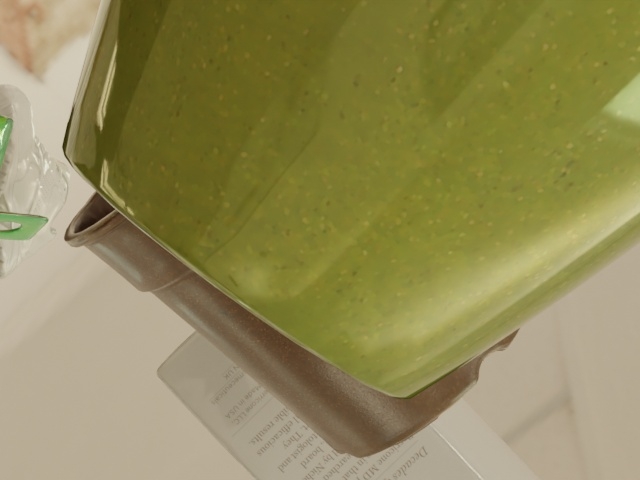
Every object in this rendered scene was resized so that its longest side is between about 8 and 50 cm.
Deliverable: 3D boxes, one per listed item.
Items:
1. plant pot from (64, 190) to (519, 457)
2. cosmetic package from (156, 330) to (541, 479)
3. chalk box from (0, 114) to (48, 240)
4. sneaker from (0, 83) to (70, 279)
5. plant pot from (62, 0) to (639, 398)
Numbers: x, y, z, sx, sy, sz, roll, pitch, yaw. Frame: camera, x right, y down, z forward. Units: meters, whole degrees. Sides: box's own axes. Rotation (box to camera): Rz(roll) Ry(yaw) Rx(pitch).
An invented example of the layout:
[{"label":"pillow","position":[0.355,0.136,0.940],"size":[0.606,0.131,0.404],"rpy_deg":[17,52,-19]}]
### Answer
[{"label":"plant pot","position":[0.000,0.000,0.750],"size":[0.167,0.165,0.167],"rpy_deg":[-41,-168,10]},{"label":"cosmetic package","position":[0.076,0.223,1.557],"size":[0.161,0.453,0.230],"rpy_deg":[-44,176,9]},{"label":"chalk box","position":[-0.305,-0.030,1.175],"size":[0.132,0.213,0.132],"rpy_deg":[-33,-139,62]},{"label":"sneaker","position":[-0.308,-0.074,1.679],"size":[0.115,0.090,0.232],"rpy_deg":[-32,149,-37]},{"label":"plant pot","position":[0.061,-0.106,0.511],"size":[0.293,0.275,0.275],"rpy_deg":[-55,-162,3]}]
